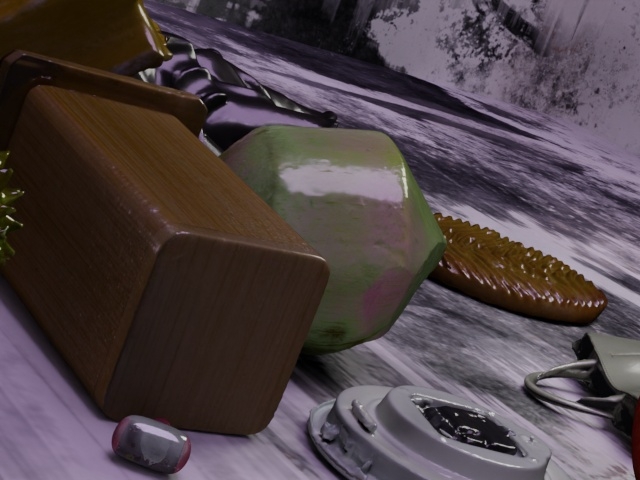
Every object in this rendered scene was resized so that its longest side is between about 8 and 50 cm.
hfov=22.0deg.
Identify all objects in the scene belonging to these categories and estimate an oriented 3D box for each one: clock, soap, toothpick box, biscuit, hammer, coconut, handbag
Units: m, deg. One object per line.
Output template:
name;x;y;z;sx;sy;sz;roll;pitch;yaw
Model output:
clock;0.106;0.163;1.266;0.236;0.053;0.236;19;12;-4
soap;-0.297;-0.183;1.585;0.143;0.281;0.259;62;-1;-20
toothpick box;-0.142;0.004;1.271;0.190;0.188;0.308;13;18;-34
biscuit;0.207;0.024;2.048;0.317;0.040;0.318;20;13;-5
hammer;-0.112;0.131;1.109;0.052;0.031;0.083;23;6;-4
coconut;0.000;0.000;1.448;0.235;0.205;0.236;-2;-27;-1
handbag;0.358;0.148;1.625;0.315;0.109;0.241;15;12;-9

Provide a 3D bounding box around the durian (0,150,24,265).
durian;-0.316;-0.033;1.021;0.291;0.225;0.291;23;17;-7

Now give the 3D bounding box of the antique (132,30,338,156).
antique;-0.125;-0.105;1.764;0.255;0.185;0.322;27;11;-5

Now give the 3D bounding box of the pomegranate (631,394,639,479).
pomegranate;0.364;0.153;1.274;0.221;0.256;0.221;23;53;-35
